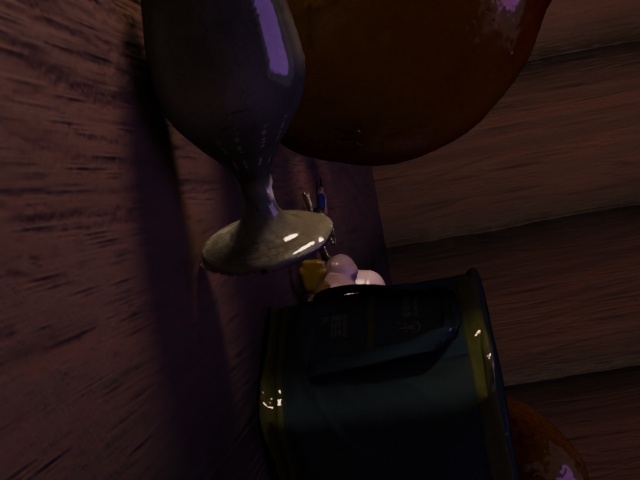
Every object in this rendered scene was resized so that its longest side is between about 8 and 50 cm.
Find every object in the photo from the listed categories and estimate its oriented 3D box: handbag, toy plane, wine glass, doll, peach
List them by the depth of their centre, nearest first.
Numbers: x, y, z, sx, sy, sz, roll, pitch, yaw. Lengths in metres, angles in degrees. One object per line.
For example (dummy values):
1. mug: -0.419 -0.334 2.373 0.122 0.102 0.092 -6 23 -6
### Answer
1. wine glass: -0.066 -0.101 0.862 0.126 0.126 0.241 -85 163 -65
2. handbag: 0.073 0.164 1.142 0.263 0.241 0.222 -91 169 -60
3. peach: 0.064 -0.262 1.142 0.290 0.372 0.373 51 28 -53
4. doll: 0.042 0.108 1.543 0.365 0.094 0.160 40 49 -77
5. toy plane: 0.000 0.000 1.620 0.060 0.037 0.145 58 21 -62

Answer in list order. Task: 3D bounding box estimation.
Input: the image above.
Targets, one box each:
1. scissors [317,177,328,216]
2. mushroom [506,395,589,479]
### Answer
1. scissors: 0.003 -0.063 1.827 0.039 0.012 0.113 73 10 -50
2. mushroom: 0.142 0.338 1.303 0.345 0.345 0.260 -89 171 -58
